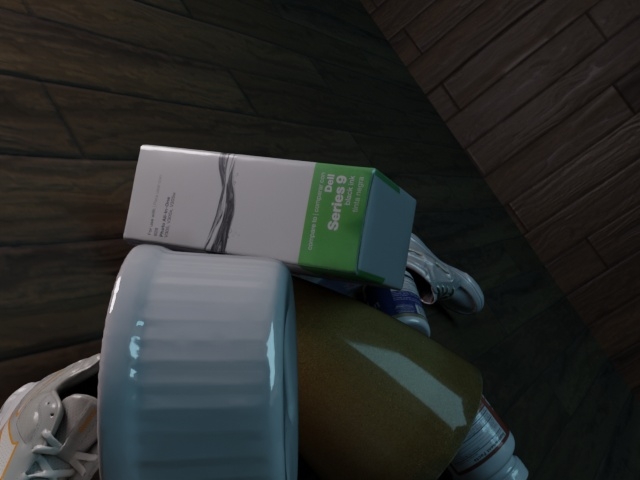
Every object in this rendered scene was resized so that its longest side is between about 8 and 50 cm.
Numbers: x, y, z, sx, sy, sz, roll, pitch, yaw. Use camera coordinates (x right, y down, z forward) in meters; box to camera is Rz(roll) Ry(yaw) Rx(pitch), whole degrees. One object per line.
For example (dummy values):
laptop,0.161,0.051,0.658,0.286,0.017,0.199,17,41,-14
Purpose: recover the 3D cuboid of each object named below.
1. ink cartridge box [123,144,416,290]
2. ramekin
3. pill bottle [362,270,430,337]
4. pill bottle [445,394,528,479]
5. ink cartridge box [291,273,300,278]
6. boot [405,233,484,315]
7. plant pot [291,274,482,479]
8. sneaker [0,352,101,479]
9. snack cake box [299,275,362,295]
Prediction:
ink cartridge box,-0.054,-0.026,0.986,0.211,0.289,0.121,21,78,-70
ramekin,-0.091,0.140,0.725,0.277,0.135,0.277,-1,90,-88
pill bottle,0.124,0.107,1.423,0.094,0.094,0.169,35,28,-36
pill bottle,0.225,0.303,1.296,0.216,0.121,0.121,53,23,0
ink cartridge box,-0.037,0.108,1.169,0.232,0.066,0.189,38,26,-22
boot,0.227,0.096,1.660,0.258,0.095,0.123,37,32,-15
plant pot,0.022,0.166,1.002,0.254,0.237,0.237,40,25,-8
sneaker,-0.220,0.177,0.633,0.099,0.121,0.262,43,25,-20
snack cake box,0.000,0.000,1.249,0.152,0.089,0.264,56,3,12
